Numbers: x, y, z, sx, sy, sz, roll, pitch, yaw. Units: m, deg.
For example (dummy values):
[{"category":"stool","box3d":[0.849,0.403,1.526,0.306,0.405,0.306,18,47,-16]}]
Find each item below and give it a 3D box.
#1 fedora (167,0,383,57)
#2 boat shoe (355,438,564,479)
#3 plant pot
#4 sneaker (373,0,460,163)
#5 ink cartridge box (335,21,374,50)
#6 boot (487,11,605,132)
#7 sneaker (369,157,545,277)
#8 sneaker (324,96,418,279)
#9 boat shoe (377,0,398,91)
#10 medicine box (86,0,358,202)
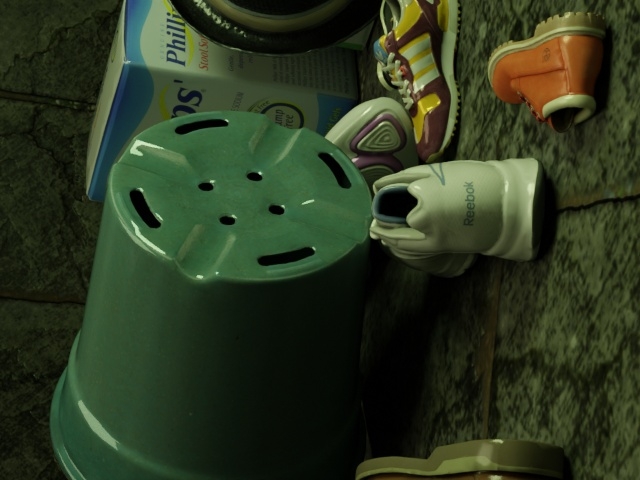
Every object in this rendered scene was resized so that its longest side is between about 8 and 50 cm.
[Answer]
[{"category":"fedora","box3d":[-0.046,-0.374,1.751,0.152,0.334,0.334,85,-173,-73]},{"category":"boat shoe","box3d":[0.100,0.235,1.340,0.307,0.111,0.104,139,137,-68]},{"category":"plant pot","box3d":[-0.097,0.074,1.616,0.341,0.341,0.334,-99,14,-47]},{"category":"sneaker","box3d":[0.091,-0.167,1.612,0.069,0.084,0.185,131,143,-64]},{"category":"ink cartridge box","box3d":[-0.047,-0.362,1.984,0.278,0.201,0.117,-104,26,-54]},{"category":"boot","box3d":[0.181,-0.125,1.320,0.158,0.059,0.084,152,119,-70]},{"category":"sneaker","box3d":[0.097,-0.030,1.444,0.297,0.129,0.111,155,119,-74]},{"category":"sneaker","box3d":[0.022,-0.069,1.755,0.305,0.114,0.152,114,158,-51]},{"category":"boat shoe","box3d":[0.090,-0.222,1.728,0.042,0.049,0.133,-26,46,39]},{"category":"medicine box","box3d":[-0.130,-0.164,2.029,0.263,0.289,0.149,114,158,-48]}]
